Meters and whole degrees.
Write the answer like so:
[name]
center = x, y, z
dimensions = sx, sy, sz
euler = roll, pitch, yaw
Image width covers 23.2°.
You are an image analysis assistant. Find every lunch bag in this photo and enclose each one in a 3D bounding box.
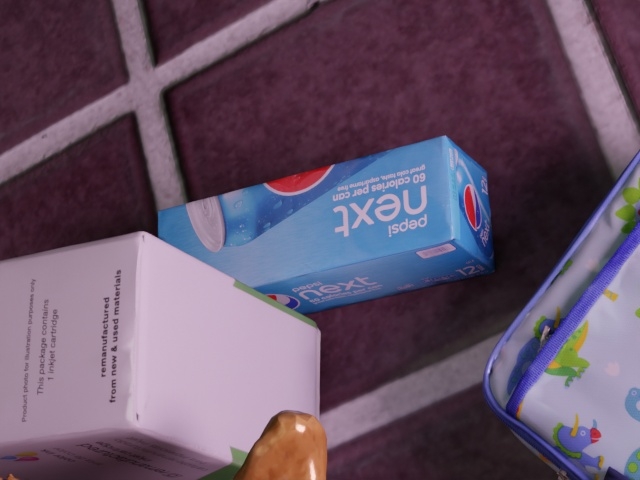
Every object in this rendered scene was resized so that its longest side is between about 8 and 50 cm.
[lunch bag]
center = 0.203, 0.048, 0.835
dimensions = 0.219, 0.090, 0.176
euler = -52, 52, 2

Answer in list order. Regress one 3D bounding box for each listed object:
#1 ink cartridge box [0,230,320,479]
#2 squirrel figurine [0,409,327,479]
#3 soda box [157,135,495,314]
[ink cartridge box]
center = -0.168, 0.097, 0.963
dimensions = 0.278, 0.201, 0.117
euler = -11, 67, 27
[squirrel figurine]
center = -0.140, 0.225, 0.776
dimensions = 0.370, 0.397, 0.281
euler = -21, 62, 28
[soda box]
center = 0.000, 0.000, 0.984
dimensions = 0.210, 0.067, 0.071
euler = -13, 65, 25
